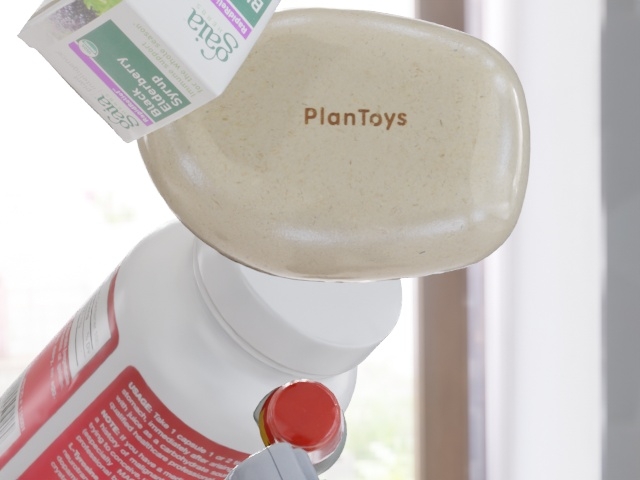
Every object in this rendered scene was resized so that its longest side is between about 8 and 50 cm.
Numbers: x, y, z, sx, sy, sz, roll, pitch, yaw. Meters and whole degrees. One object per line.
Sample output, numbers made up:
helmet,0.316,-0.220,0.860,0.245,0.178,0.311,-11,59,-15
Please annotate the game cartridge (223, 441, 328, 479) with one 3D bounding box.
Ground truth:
game cartridge,-0.007,0.242,1.037,0.060,0.196,0.294,-24,-19,-18

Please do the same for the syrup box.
syrup box,-0.068,-0.175,1.130,0.096,0.093,0.237,-23,29,45

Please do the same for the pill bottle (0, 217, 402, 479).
pill bottle,-0.115,0.124,1.665,0.229,0.229,0.408,-8,-28,-45

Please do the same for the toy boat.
toy boat,0.000,0.000,1.304,0.267,0.318,0.148,8,-11,0
